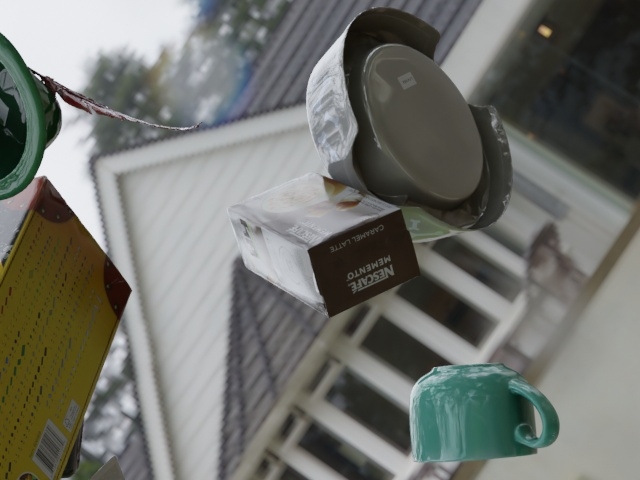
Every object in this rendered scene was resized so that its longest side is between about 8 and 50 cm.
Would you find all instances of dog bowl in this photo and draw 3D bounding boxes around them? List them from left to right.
[{"bbox_3d":[0.122,-0.154,2.183,0.102,0.348,0.349,-30,8,37],"label":"dog bowl"}]

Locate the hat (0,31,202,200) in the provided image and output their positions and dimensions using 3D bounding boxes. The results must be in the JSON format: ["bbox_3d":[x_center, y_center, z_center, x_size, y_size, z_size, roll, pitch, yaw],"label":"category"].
[{"bbox_3d":[-0.277,-0.138,1.518,0.173,0.208,0.183,-35,-3,36],"label":"hat"}]

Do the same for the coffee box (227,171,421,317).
[{"bbox_3d":[0.000,0.000,1.979,0.141,0.098,0.246,-25,23,-19],"label":"coffee box"}]

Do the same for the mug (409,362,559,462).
[{"bbox_3d":[0.170,0.176,1.601,0.129,0.158,0.097,25,-120,-77],"label":"mug"}]

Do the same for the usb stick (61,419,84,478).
[{"bbox_3d":[-0.379,0.241,2.236,0.045,0.077,0.278,-86,7,-51],"label":"usb stick"}]

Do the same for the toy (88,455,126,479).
[{"bbox_3d":[-0.249,0.362,1.722,0.137,0.056,0.237,-46,-44,-35],"label":"toy"}]

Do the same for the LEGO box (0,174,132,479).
[{"bbox_3d":[-0.459,0.197,1.623,0.193,0.372,0.500,58,-149,-35],"label":"LEGO box"}]
